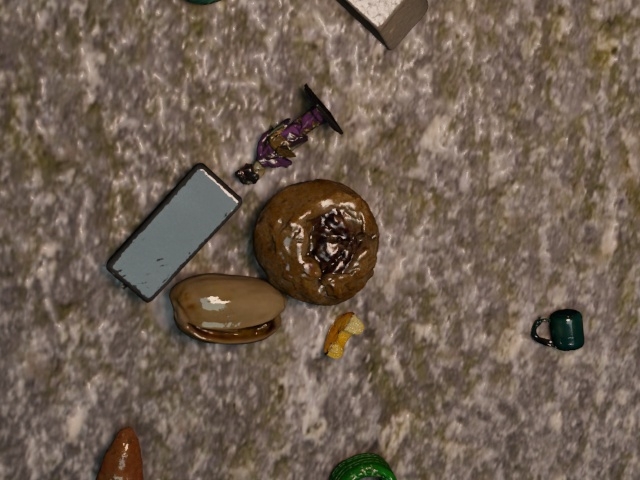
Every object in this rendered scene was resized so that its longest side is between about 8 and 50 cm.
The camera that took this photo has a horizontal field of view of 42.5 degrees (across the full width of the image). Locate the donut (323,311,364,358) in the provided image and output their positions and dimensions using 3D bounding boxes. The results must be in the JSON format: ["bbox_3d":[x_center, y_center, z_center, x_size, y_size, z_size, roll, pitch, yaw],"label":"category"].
[{"bbox_3d":[0.043,0.178,1.512,0.038,0.067,0.083,34,59,-29],"label":"donut"}]

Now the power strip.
[{"bbox_3d":[-0.258,-0.011,1.429,0.105,0.070,0.256,43,89,-11],"label":"power strip"}]

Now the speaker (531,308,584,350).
[{"bbox_3d":[0.456,0.174,1.575,0.095,0.060,0.075,-10,100,-7],"label":"speaker"}]

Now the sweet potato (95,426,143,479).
[{"bbox_3d":[-0.364,0.458,1.477,0.097,0.097,0.251,8,100,-10],"label":"sweet potato"}]

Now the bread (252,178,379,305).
[{"bbox_3d":[0.000,0.000,1.432,0.230,0.123,0.230,0,88,-12],"label":"bread"}]

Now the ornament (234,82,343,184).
[{"bbox_3d":[-0.059,-0.165,1.437,0.203,0.088,0.081,-44,128,13],"label":"ornament"}]

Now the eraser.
[{"bbox_3d":[0.036,-0.480,1.392,0.352,0.077,0.111,40,94,-13],"label":"eraser"}]

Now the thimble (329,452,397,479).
[{"bbox_3d":[0.083,0.466,1.552,0.130,0.090,0.118,-6,99,-8],"label":"thimble"}]

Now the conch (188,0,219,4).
[{"bbox_3d":[-0.212,-0.496,1.318,0.202,0.134,0.196,20,95,-13],"label":"conch"}]

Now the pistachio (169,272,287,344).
[{"bbox_3d":[-0.162,0.116,1.445,0.206,0.131,0.129,3,143,-21],"label":"pistachio"}]
